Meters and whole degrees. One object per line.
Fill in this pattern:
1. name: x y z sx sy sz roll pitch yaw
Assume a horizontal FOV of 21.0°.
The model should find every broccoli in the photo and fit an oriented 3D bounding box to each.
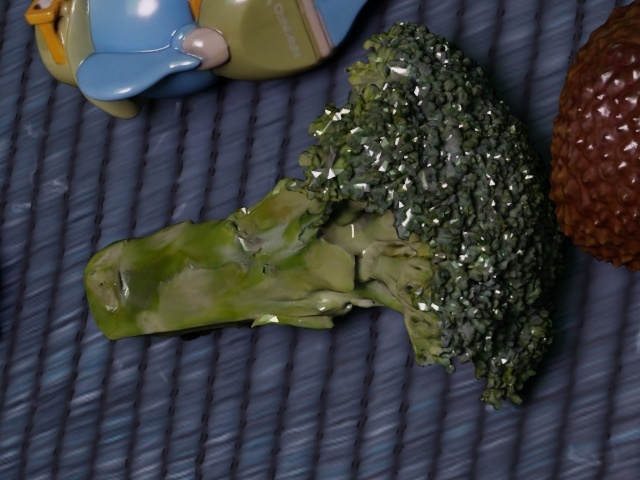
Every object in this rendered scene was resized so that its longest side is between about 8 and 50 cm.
1. broccoli: -0.009 -0.018 1.228 0.361 0.221 0.252 5 120 24

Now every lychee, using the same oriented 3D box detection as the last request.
1. lychee: 0.240 -0.065 1.120 0.194 0.194 0.194 -4 81 23

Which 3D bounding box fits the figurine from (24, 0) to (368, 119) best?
1. figurine: -0.092 -0.187 1.315 0.262 0.154 0.180 -20 65 2
